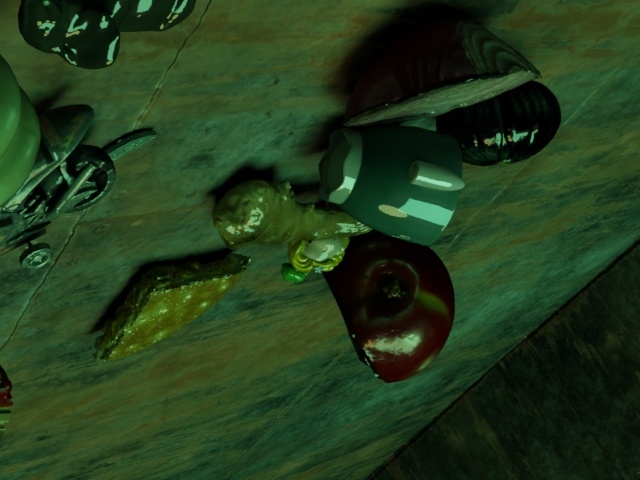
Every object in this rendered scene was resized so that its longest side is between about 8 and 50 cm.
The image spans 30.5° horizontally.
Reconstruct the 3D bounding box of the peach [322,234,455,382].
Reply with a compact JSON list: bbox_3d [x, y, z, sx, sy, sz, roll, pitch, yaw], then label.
[{"bbox_3d":[0.152,0.120,2.133,0.201,0.258,0.362,-27,157,6],"label":"peach"}]

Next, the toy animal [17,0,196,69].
[{"bbox_3d":[-0.184,-0.236,1.074,0.245,0.115,0.146,-8,148,-46],"label":"toy animal"}]

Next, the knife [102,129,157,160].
[{"bbox_3d":[-0.291,-0.081,1.419,0.210,0.015,0.028,-32,153,-1],"label":"knife"}]

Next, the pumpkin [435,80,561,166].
[{"bbox_3d":[0.266,-0.179,1.776,0.194,0.150,0.194,-17,154,-9],"label":"pumpkin"}]

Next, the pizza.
[{"bbox_3d":[-0.242,0.089,1.813,0.292,0.058,0.197,-34,158,1],"label":"pizza"}]

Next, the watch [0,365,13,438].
[{"bbox_3d":[-0.540,0.266,1.643,0.268,0.165,0.102,-42,156,20],"label":"watch"}]

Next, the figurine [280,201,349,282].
[{"bbox_3d":[0.000,0.000,1.907,0.156,0.094,0.115,-59,172,18],"label":"figurine"}]

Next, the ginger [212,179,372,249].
[{"bbox_3d":[-0.037,-0.038,1.732,0.294,0.086,0.131,1,137,-40],"label":"ginger"}]

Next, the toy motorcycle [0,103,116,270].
[{"bbox_3d":[-0.370,-0.037,1.287,0.307,0.108,0.173,-30,154,-10],"label":"toy motorcycle"}]

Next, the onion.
[{"bbox_3d":[0.142,-0.229,1.574,0.247,0.111,0.250,-15,180,29],"label":"onion"}]

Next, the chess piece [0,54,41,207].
[{"bbox_3d":[-0.356,-0.161,0.956,0.182,0.182,0.330,-27,154,-12],"label":"chess piece"}]

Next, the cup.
[{"bbox_3d":[0.093,-0.092,1.693,0.173,0.168,0.299,14,176,-18],"label":"cup"}]
